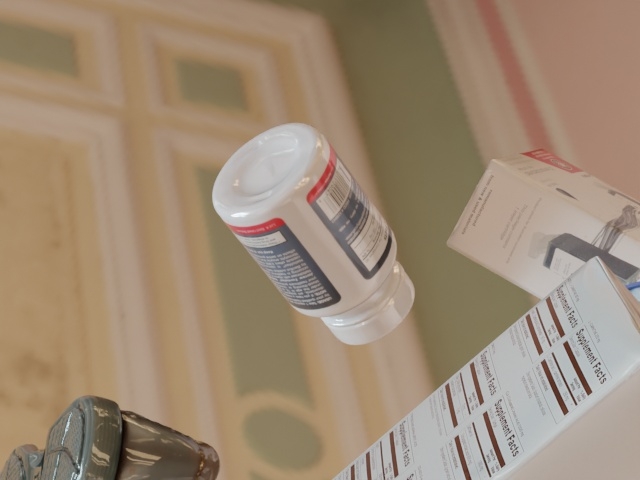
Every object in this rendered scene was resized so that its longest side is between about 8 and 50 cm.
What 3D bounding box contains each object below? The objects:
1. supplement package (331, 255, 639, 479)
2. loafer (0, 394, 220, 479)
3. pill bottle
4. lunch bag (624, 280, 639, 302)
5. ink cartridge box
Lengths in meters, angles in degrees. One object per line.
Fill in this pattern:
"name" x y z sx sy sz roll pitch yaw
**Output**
"supplement package" 0.128 0.157 0.947 0.194 0.203 0.149 46 -170 -14
"loafer" -0.137 0.162 1.166 0.084 0.267 0.096 12 -112 -18
"pill bottle" 0.000 0.000 1.640 0.180 0.108 0.108 53 -160 -34
"lunch bag" 0.295 0.093 1.363 0.090 0.219 0.176 43 -141 -52
"ink cartridge box" 0.241 0.012 1.698 0.218 0.092 0.158 32 -163 17
